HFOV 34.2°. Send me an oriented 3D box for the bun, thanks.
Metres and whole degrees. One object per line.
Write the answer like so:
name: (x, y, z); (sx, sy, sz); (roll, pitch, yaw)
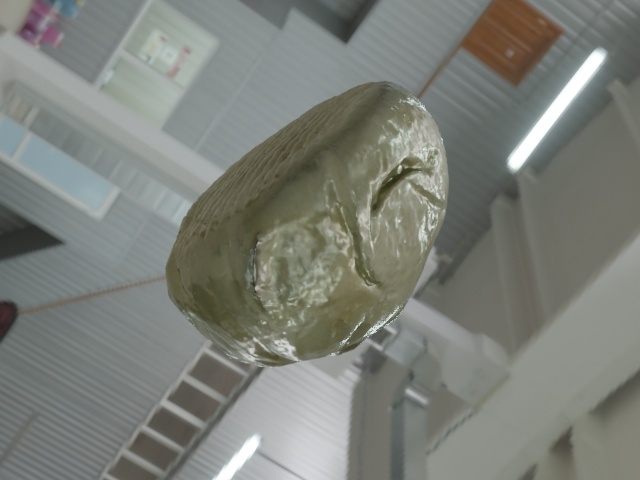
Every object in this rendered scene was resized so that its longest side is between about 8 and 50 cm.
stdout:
bun: (0.000, 0.000, 0.560); (0.173, 0.113, 0.167); (-44, -166, -23)
